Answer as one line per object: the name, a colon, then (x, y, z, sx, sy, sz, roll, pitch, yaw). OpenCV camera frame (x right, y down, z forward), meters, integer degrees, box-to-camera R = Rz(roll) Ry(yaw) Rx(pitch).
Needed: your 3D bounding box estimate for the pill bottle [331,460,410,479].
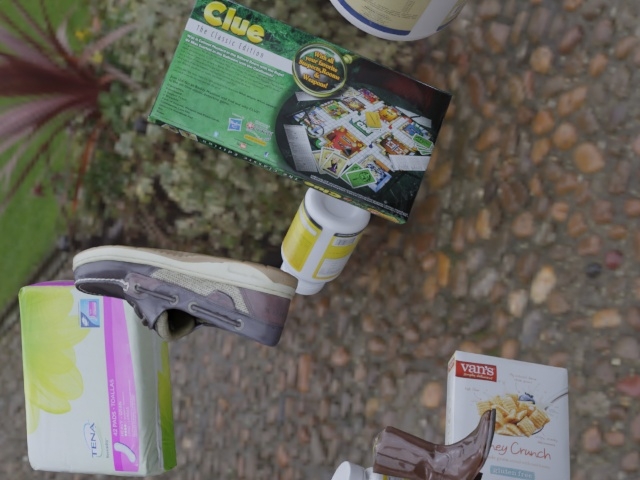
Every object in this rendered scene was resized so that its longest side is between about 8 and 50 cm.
pill bottle: (0.123, 0.492, 2.110, 0.119, 0.208, 0.119, -60, 14, 26)

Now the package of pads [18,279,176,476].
package of pads: (-0.344, 0.207, 1.730, 0.229, 0.101, 0.297, -3, 92, 26)

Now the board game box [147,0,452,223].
board game box: (-0.017, -0.125, 1.068, 0.030, 0.259, 0.136, 158, 134, -79)

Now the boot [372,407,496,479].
boot: (0.108, 0.196, 1.111, 0.037, 0.114, 0.106, -38, -36, -69)

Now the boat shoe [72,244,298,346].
boat shoe: (-0.160, 0.063, 1.244, 0.285, 0.103, 0.092, 4, 75, 26)

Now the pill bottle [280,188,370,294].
pill bottle: (0.000, 0.000, 1.737, 0.184, 0.103, 0.103, 118, 147, -46)

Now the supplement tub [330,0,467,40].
supplement tub: (0.141, -0.432, 1.519, 0.316, 0.228, 0.228, 130, 141, -66)

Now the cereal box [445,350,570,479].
cereal box: (0.262, 0.280, 1.595, 0.047, 0.173, 0.240, 109, 169, -57)
